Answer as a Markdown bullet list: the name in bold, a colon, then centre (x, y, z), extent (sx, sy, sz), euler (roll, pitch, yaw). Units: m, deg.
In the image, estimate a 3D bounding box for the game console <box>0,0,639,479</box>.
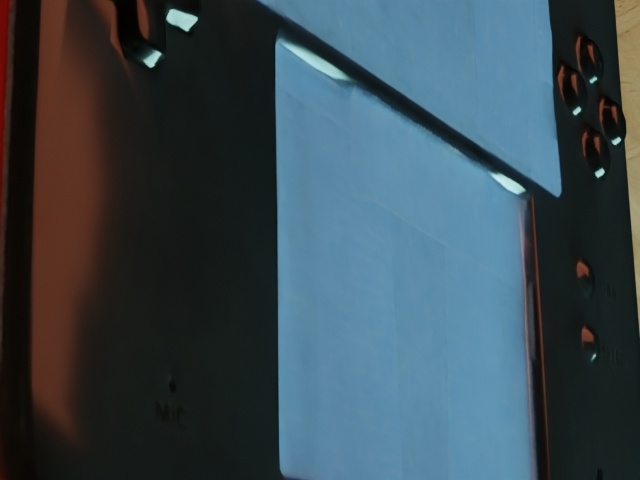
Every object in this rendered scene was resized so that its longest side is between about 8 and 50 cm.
- **game console**: centre (0.020, -0.044, 0.574), extent (0.386, 0.060, 0.342), euler (25, 54, -54)
